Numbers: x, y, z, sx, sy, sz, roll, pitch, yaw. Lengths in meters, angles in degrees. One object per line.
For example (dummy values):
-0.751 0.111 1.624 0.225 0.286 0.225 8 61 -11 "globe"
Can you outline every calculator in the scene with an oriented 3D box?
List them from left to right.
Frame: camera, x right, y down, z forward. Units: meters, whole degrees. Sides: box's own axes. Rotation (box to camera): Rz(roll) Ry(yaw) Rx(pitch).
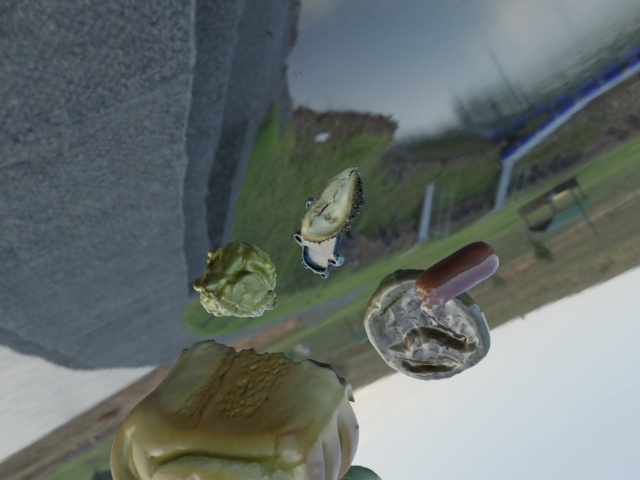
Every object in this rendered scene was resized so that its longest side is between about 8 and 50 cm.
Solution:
0.000 0.000 1.331 0.019 0.094 0.141 -39 151 -41 "calculator"

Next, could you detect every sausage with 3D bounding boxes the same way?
0.261 0.062 1.631 0.194 0.077 0.077 -27 174 -26 "sausage"

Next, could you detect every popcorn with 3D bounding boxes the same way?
-0.196 0.090 1.973 0.187 0.185 0.167 -9 156 13 "popcorn"

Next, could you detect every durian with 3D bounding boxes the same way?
0.024 -0.045 1.218 0.130 0.066 0.052 -52 175 8 "durian"

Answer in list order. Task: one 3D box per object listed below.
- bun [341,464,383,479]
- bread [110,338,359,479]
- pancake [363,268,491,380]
0.030 0.460 1.347 0.126 0.212 0.204 1 153 23 "bun"
-0.113 0.298 1.178 0.315 0.211 0.270 4 -146 21 "bread"
0.219 0.190 1.861 0.294 0.294 0.049 -34 -173 41 "pancake"
